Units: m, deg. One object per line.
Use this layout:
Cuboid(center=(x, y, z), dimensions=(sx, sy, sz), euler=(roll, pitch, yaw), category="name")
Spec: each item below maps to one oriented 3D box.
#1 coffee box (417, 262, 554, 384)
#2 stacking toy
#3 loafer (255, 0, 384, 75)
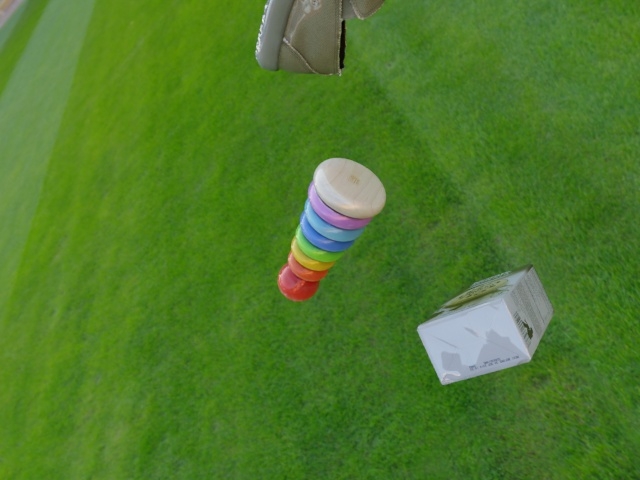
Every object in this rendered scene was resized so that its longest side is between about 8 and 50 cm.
Cuboid(center=(0.326, 0.150, 1.079), dimensions=(0.168, 0.297, 0.119), euler=(-26, 86, 30), category="coffee box")
Cuboid(center=(0.000, 0.000, 1.119), dimensions=(0.141, 0.141, 0.330), euler=(-95, 25, -43), category="stacking toy")
Cuboid(center=(0.018, -0.221, 0.420), dimensions=(0.251, 0.087, 0.094), euler=(122, 165, -59), category="loafer")
